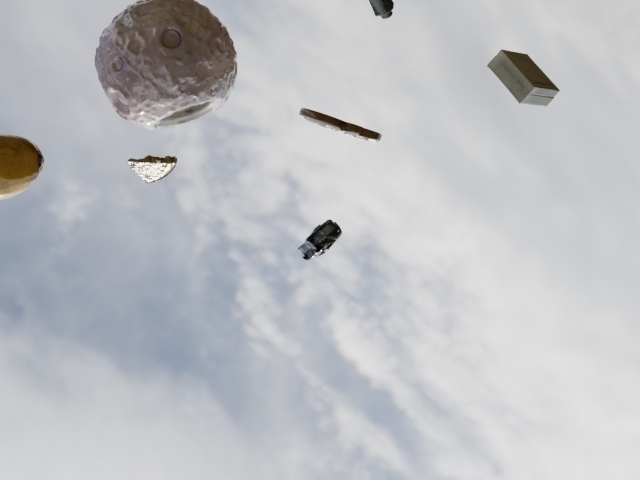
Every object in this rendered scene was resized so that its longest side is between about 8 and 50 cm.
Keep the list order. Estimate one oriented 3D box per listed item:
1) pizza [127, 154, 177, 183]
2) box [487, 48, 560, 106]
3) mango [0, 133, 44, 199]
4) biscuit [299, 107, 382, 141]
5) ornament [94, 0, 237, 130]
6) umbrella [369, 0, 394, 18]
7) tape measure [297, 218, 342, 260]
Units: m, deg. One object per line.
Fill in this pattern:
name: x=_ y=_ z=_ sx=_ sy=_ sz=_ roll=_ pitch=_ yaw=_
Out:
pizza: x=-0.274 y=-0.125 z=2.068 sx=0.078 sy=0.083 sz=0.025 roll=23 pitch=-126 yaw=-36
box: x=0.287 y=-0.228 z=1.813 sx=0.083 sy=0.035 sz=0.079 roll=-1 pitch=-132 yaw=-53
mango: x=-0.575 y=-0.119 z=2.117 sx=0.157 sy=0.262 sz=0.109 roll=-49 pitch=-50 yaw=-65
biscuit: x=0.038 y=-0.233 z=2.623 sx=0.175 sy=0.026 sz=0.124 roll=19 pitch=-176 yaw=7
ornament: x=-0.280 y=-0.328 z=2.336 sx=0.259 sy=0.259 sz=0.225 roll=-14 pitch=-98 yaw=-60
umbrella: x=0.086 y=-0.426 z=2.139 sx=0.133 sy=0.036 sz=0.031 roll=59 pitch=-154 yaw=-34
tape measure: x=0.001 y=-0.001 z=2.751 sx=0.054 sy=0.091 sz=0.094 roll=47 pitch=-120 yaw=3
